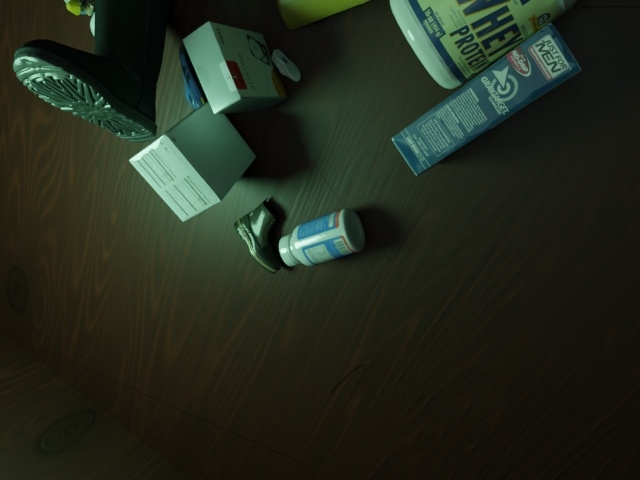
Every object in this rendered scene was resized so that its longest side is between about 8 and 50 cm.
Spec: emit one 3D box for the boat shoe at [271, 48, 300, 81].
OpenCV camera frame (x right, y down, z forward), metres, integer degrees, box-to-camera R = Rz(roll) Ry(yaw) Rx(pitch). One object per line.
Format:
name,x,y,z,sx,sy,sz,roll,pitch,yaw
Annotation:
boat shoe,-0.092,-0.449,1.131,0.100,0.035,0.035,47,147,-1

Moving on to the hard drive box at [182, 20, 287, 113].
hard drive box,-0.201,-0.418,1.074,0.089,0.232,0.181,-18,100,29

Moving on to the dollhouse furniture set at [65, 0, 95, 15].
dollhouse furniture set,-0.739,-0.825,1.174,0.303,0.198,0.286,52,129,2

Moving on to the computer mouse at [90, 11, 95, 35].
computer mouse,-0.638,-0.673,1.294,0.193,0.042,0.106,-39,90,30

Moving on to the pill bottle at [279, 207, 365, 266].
pill bottle,0.000,0.000,1.190,0.222,0.124,0.124,-17,100,28

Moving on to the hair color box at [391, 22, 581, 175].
hair color box,0.336,-0.281,0.910,0.347,0.174,0.105,-33,93,30

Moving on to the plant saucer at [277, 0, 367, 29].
plant saucer,-0.009,-0.673,0.933,0.333,0.081,0.332,4,109,42

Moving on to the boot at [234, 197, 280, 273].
boot,-0.155,-0.012,1.288,0.137,0.077,0.197,-38,91,25

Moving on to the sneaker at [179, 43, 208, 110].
sneaker,-0.365,-0.445,1.234,0.082,0.069,0.209,-14,102,32

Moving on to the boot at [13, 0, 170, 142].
boot,-0.512,-0.511,1.028,0.146,0.367,0.444,0,78,14

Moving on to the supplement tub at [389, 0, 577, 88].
supplement tub,0.322,-0.473,0.814,0.325,0.235,0.235,-30,93,30

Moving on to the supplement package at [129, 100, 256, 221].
supplement package,-0.325,-0.218,1.156,0.145,0.261,0.204,-23,116,30
